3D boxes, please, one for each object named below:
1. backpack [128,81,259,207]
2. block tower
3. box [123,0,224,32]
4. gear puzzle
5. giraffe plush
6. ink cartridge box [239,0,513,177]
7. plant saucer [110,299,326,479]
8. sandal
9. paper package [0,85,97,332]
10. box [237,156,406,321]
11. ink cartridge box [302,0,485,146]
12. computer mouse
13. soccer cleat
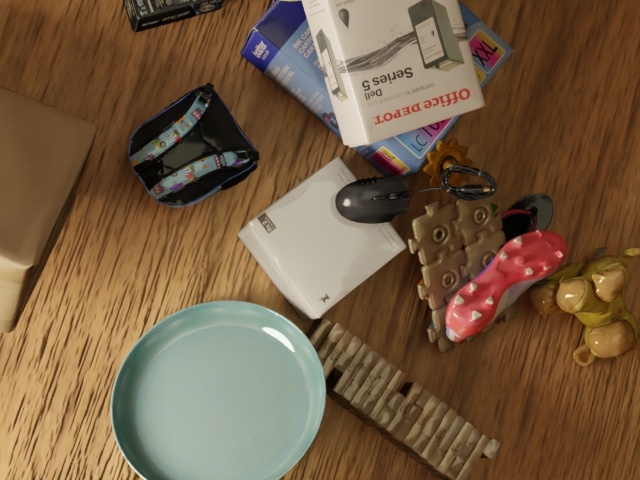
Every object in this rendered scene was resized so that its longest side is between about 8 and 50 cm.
[{"bbox_3d":[-0.203,-0.129,1.848,0.173,0.117,0.158,-35,92,-16],"label":"backpack"},{"bbox_3d":[0.111,0.255,1.888,0.335,0.091,0.097,36,77,-6],"label":"block tower"},{"bbox_3d":[-0.247,-0.435,1.897,0.147,0.077,0.180,-19,88,-15],"label":"box"},{"bbox_3d":[0.208,0.001,1.906,0.175,0.044,0.339,-24,115,-23],"label":"gear puzzle"},{"bbox_3d":[0.451,0.119,1.969,0.210,0.181,0.170,-28,102,-49],"label":"giraffe plush"},{"bbox_3d":[0.063,-0.319,1.923,0.395,0.151,0.270,40,76,-4],"label":"ink cartridge box"},{"bbox_3d":[-0.148,0.236,1.792,0.317,0.044,0.317,-3,60,5],"label":"plant saucer"},{"bbox_3d":[0.313,-0.019,1.996,0.179,0.040,0.067,-30,90,-15],"label":"sandal"},{"bbox_3d":[-0.514,-0.076,1.684,0.325,0.168,0.309,21,48,-8],"label":"paper package"},{"bbox_3d":[0.000,0.000,1.879,0.182,0.119,0.181,-37,93,-15],"label":"box"},{"bbox_3d":[0.101,-0.292,1.769,0.198,0.115,0.273,-19,99,-15],"label":"ink cartridge box"},{"bbox_3d":[0.142,-0.069,1.811,0.242,0.041,0.071,-10,93,0],"label":"computer mouse"},{"bbox_3d":[0.287,0.069,1.910,0.248,0.095,0.083,-37,71,-27],"label":"soccer cleat"}]
